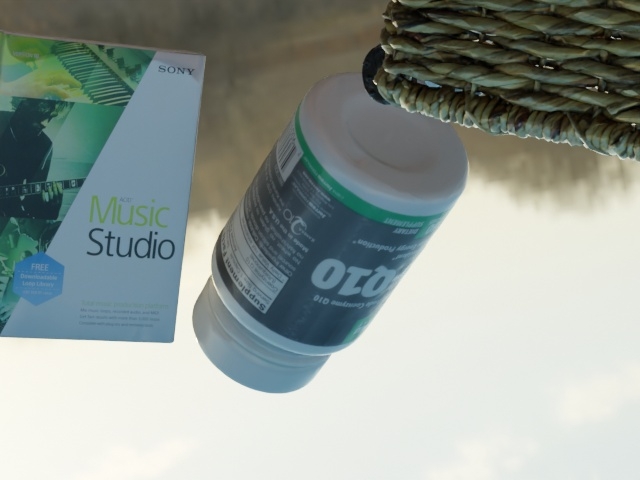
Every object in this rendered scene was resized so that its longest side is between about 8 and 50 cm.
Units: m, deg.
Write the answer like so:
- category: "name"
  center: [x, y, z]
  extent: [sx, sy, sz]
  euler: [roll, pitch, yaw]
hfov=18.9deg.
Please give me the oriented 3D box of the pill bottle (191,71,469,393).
- category: "pill bottle"
  center: [0.000, 0.000, 2.185]
  extent: [0.204, 0.204, 0.361]
  euler: [-15, 149, -42]

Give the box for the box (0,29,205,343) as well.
- category: "box"
  center: [-0.252, -0.054, 2.051]
  extent: [0.232, 0.322, 0.058]
  euler: [3, -174, -28]

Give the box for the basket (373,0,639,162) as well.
- category: "basket"
  center: [0.206, -0.168, 1.110]
  extent: [0.299, 0.223, 0.213]
  euler: [12, -165, 29]

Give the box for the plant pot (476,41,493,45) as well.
- category: "plant pot"
  center: [0.115, -0.300, 1.448]
  extent: [0.203, 0.291, 0.291]
  euler: [-51, -171, -3]

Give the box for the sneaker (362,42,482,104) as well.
- category: "sneaker"
  center: [0.154, -0.181, 1.830]
  extent: [0.106, 0.078, 0.234]
  euler: [-5, 174, -45]
